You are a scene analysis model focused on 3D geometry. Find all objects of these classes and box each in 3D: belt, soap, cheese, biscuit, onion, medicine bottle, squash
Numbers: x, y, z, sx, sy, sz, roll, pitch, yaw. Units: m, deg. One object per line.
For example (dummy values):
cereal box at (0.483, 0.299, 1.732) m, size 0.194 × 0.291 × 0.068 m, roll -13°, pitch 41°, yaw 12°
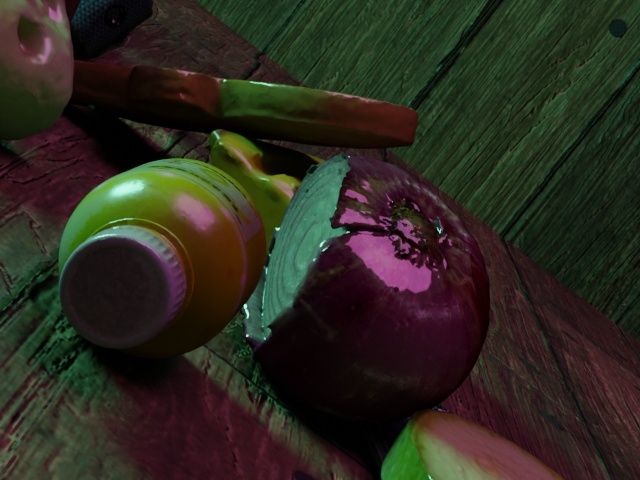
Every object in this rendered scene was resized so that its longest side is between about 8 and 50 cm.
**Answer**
belt at (-0.294, -0.297, 1.851) m, size 0.230 × 0.126 × 0.140 m, roll 44°, pitch -14°, yaw 38°
soap at (0.000, 0.000, 1.586) m, size 0.204 × 0.096 × 0.324 m, roll 40°, pitch 9°, yaw 15°
cheese at (-0.289, -0.184, 1.216) m, size 0.263 × 0.093 × 0.159 m, roll 24°, pitch 49°, yaw -52°
biscuit at (-0.081, -0.126, 1.586) m, size 0.355 × 0.052 × 0.275 m, roll 9°, pitch 2°, yaw 13°
onion at (0.045, 0.045, 1.252) m, size 0.200 × 0.200 × 0.207 m, roll 36°, pitch 11°, yaw -11°
medicine bottle at (-0.105, 0.015, 1.024) m, size 0.122 × 0.122 × 0.212 m, roll 38°, pitch 9°, yaw 0°
squash at (0.153, 0.220, 1.154) m, size 0.252 × 0.049 × 0.252 m, roll 34°, pitch 15°, yaw -11°

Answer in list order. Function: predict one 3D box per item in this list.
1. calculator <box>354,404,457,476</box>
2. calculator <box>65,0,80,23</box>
calculator at (0.094, 0.173, 1.302) m, size 0.165 × 0.028 × 0.274 m, roll 34°, pitch 10°, yaw -18°
calculator at (-0.239, -0.250, 1.496) m, size 0.048 × 0.220 × 0.330 m, roll 26°, pitch 4°, yaw -6°
